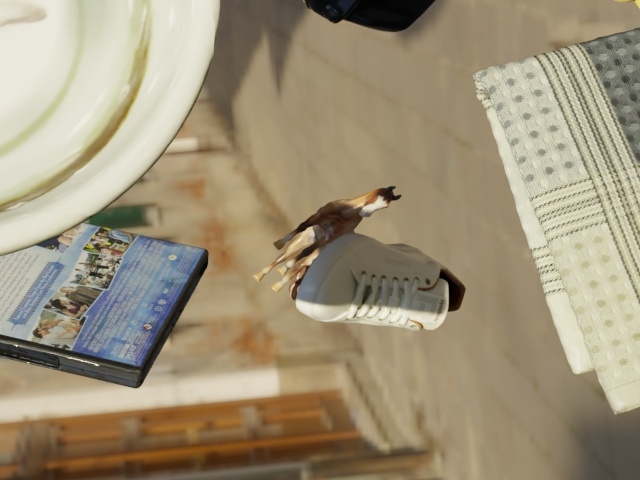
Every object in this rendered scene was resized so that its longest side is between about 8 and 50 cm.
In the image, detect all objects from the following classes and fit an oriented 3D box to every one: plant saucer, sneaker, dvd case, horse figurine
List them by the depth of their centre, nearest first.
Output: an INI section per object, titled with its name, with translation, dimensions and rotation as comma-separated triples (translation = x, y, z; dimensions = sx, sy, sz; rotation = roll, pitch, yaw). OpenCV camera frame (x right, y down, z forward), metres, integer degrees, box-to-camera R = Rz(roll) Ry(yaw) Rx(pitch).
[plant saucer]
translation = -0.272, -0.168, 1.108
dimensions = 0.100, 0.401, 0.400
rotation = 129, 136, -71
[dvd case]
translation = -0.240, 0.037, 1.344
dimensions = 0.180, 0.253, 0.022
rotation = -66, -15, -53
[sneaker]
translation = 0.086, 0.056, 1.959
dimensions = 0.290, 0.123, 0.106
rotation = -8, -60, -57
[horse figurine]
translation = 0.000, 0.000, 2.194
dimensions = 0.066, 0.174, 0.263
rotation = 53, 161, 8

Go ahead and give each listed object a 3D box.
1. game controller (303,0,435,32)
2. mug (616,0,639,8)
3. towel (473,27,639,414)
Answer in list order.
[game controller]
translation = 0.115, -0.355, 1.877
dimensions = 0.319, 0.166, 0.067
rotation = -44, 54, 43
[mug]
translation = 0.339, -0.289, 1.768
dimensions = 0.064, 0.078, 0.062
rotation = -94, 24, -62
[towel]
translation = 0.320, -0.034, 1.328
dimensions = 0.056, 0.312, 0.324
rotation = 97, 156, -68
